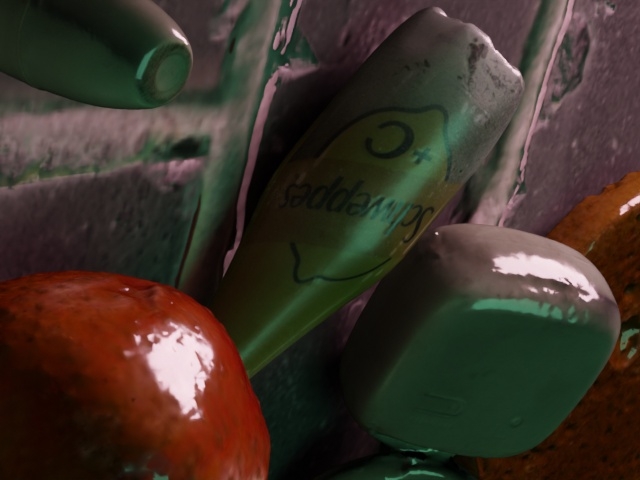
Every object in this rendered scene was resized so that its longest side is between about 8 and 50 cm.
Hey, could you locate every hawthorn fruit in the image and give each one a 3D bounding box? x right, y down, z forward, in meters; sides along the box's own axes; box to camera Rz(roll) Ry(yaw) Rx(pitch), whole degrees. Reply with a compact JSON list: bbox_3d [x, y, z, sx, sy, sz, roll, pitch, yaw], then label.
[{"bbox_3d":[-0.101,0.092,0.917,0.200,0.179,0.179,-34,140,-50],"label":"hawthorn fruit"}]

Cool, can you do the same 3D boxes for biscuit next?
[{"bbox_3d":[0.180,0.086,1.357,0.257,0.049,0.273,-34,135,-27],"label":"biscuit"}]

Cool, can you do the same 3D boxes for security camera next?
[{"bbox_3d":[0.059,0.122,1.206,0.157,0.080,0.301,12,120,-30],"label":"security camera"}]

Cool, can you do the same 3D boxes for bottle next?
[{"bbox_3d":[0.000,0.000,1.042,0.269,0.083,0.083,-52,145,-8],"label":"bottle"}]

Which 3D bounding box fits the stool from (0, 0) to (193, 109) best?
[{"bbox_3d":[-0.187,-0.071,0.660,0.195,0.199,0.195,-57,144,-6],"label":"stool"}]
